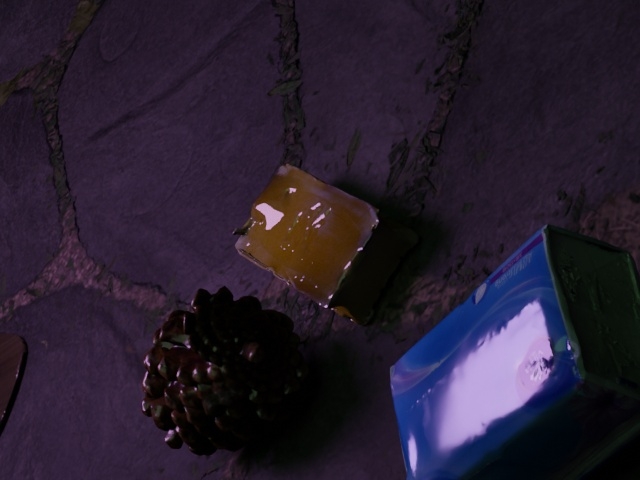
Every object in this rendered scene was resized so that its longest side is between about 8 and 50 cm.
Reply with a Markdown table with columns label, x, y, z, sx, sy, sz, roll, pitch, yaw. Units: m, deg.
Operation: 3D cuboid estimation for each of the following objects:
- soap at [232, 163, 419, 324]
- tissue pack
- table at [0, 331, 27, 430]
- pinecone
| label | x | y | z | sx | sy | sz | roll | pitch | yaw |
| --- | --- | --- | --- | --- | --- | --- | --- | --- | --- |
| soap | 0.001 | 0.001 | 2.000 | 0.233 | 0.076 | 0.135 | 30 | 89 | 49 |
| tissue pack | 0.200 | 0.142 | 1.607 | 0.263 | 0.146 | 0.198 | -45 | 39 | 37 |
| table | -0.630 | 0.233 | 2.350 | 0.317 | 0.249 | 0.317 | -25 | 49 | 32 |
| pinecone | -0.130 | 0.165 | 1.946 | 0.212 | 0.168 | 0.186 | -39 | 84 | 28 |
